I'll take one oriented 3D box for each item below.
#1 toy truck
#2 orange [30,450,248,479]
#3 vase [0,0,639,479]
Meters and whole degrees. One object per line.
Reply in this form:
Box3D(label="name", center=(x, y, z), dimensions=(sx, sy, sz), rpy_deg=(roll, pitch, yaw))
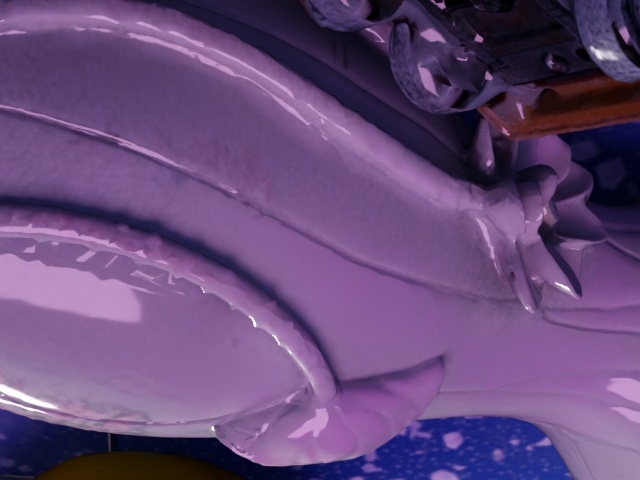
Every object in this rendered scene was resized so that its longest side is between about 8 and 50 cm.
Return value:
Box3D(label="toy truck", center=(0.035, -0.200, 0.544), dimensions=(0.338, 0.184, 0.133), rpy_deg=(42, 154, -27))
Box3D(label="orange", center=(-0.121, 0.274, 0.985), dimensions=(0.279, 0.235, 0.279), rpy_deg=(0, 143, 0))
Box3D(label="vase", center=(0.000, 0.000, 0.714), dimensions=(0.446, 0.250, 0.250), rpy_deg=(16, 134, -20))
